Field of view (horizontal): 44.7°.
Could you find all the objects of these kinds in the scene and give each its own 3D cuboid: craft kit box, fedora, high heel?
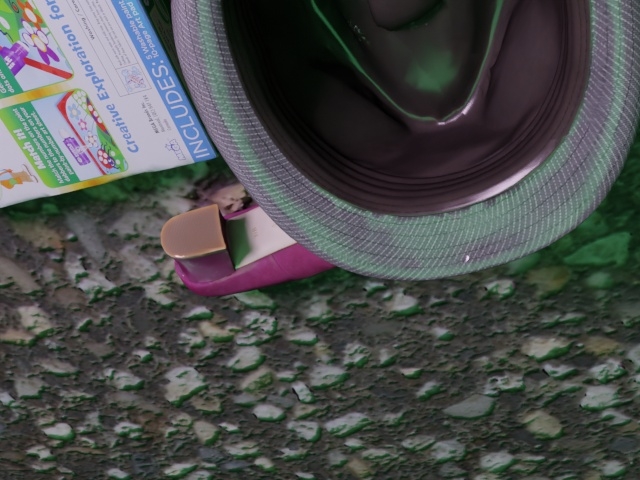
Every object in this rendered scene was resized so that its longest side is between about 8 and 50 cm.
[{"bbox_3d":[-0.225,-0.141,0.537,0.247,0.061,0.250,-12,127,14],"label":"craft kit box"},{"bbox_3d":[0.049,-0.125,0.447,0.244,0.124,0.275,-21,116,20],"label":"fedora"},{"bbox_3d":[0.000,0.000,0.632,0.244,0.082,0.117,-15,160,2],"label":"high heel"}]
